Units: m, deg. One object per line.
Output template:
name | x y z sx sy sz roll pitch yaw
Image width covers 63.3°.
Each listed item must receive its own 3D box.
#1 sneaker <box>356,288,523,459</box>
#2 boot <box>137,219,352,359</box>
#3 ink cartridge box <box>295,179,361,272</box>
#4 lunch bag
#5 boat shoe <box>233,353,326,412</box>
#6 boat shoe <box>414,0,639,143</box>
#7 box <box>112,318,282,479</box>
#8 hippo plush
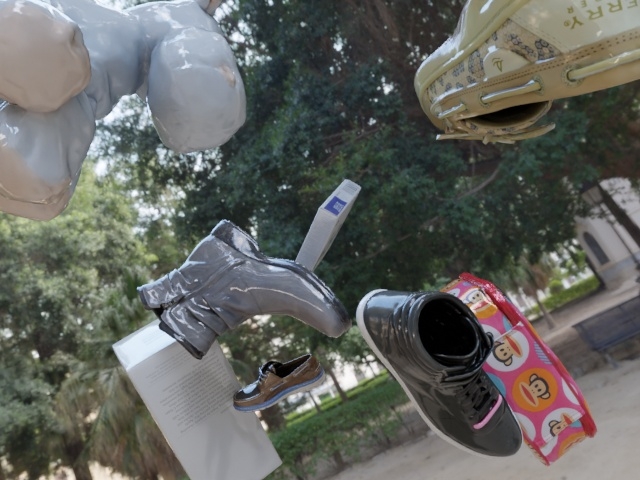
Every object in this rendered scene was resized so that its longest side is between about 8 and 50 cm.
sneaker | 0.176 0.176 0.645 0.104 0.296 0.147 -44 6 -20
boot | -0.132 0.122 0.877 0.223 0.338 0.118 -46 -35 -25
ink cartridge box | 0.000 0.000 1.085 0.224 0.045 0.223 -62 -4 26
lunch bag | 0.297 0.199 0.869 0.120 0.293 0.258 -35 2 1
boat shoe | -0.086 0.261 0.979 0.183 0.066 0.066 -22 19 -2
boat shoe | 0.137 -0.113 0.385 0.105 0.089 0.285 -18 -2 5
box | -0.256 0.336 1.070 0.168 0.345 0.215 -30 16 -24
hippo plush | -0.210 -0.153 0.523 0.237 0.294 0.234 -5 -41 -36
